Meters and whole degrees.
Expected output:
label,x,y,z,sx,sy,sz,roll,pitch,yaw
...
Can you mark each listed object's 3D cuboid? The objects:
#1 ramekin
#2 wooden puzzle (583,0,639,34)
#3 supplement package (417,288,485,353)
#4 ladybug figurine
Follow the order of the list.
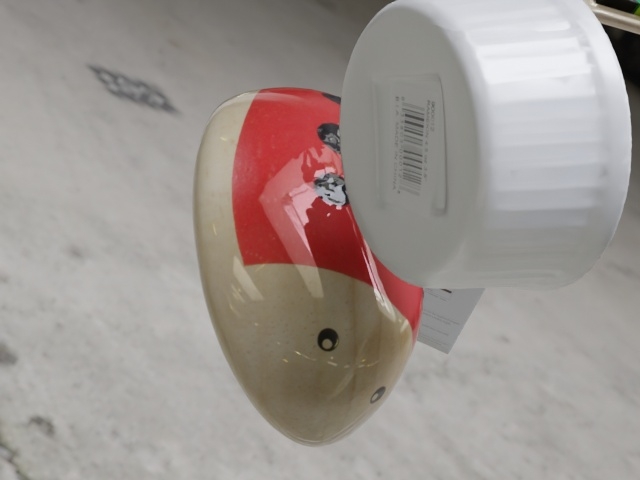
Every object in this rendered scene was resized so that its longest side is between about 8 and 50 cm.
label,x,y,z,sx,sy,sz,roll,pitch,yaw
ramekin,0.128,-0.087,1.273,0.135,0.277,0.277,-5,35,-27
wooden puzzle,0.396,-0.337,1.866,0.221,0.044,0.238,11,44,-23
supplement package,0.172,0.008,2.065,0.134,0.244,0.139,24,22,-9
ladybug figurine,0.000,0.000,1.534,0.305,0.162,0.449,46,29,-41
